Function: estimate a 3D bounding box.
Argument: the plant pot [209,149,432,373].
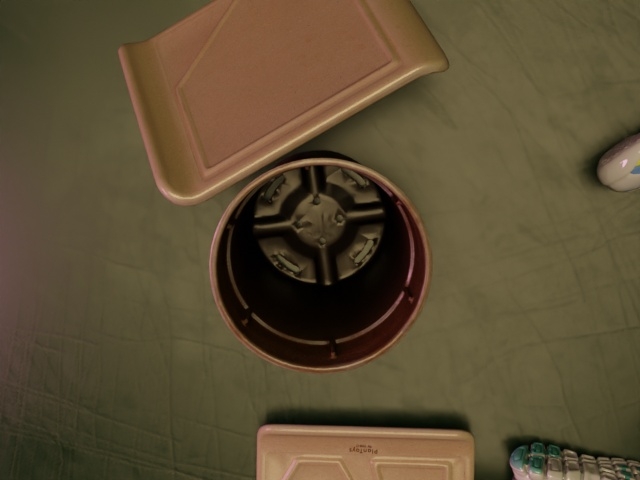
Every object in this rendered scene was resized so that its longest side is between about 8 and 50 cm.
[{"bbox_3d":[0.000,0.000,0.923,0.166,0.165,0.167,0,105,0],"label":"plant pot"}]

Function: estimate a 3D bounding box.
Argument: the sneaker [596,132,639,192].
[{"bbox_3d":[0.357,-0.062,0.944,0.240,0.091,0.126,-22,94,4],"label":"sneaker"}]

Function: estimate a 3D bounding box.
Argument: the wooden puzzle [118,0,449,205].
[{"bbox_3d":[-0.037,-0.144,0.925,0.238,0.221,0.044,-26,136,3],"label":"wooden puzzle"}]

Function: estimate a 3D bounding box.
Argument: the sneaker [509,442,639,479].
[{"bbox_3d":[0.242,0.231,0.997,0.166,0.065,0.076,13,112,5],"label":"sneaker"}]

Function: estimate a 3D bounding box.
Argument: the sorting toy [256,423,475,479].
[{"bbox_3d":[0.039,0.262,1.019,0.192,0.038,0.208,1,99,3],"label":"sorting toy"}]
